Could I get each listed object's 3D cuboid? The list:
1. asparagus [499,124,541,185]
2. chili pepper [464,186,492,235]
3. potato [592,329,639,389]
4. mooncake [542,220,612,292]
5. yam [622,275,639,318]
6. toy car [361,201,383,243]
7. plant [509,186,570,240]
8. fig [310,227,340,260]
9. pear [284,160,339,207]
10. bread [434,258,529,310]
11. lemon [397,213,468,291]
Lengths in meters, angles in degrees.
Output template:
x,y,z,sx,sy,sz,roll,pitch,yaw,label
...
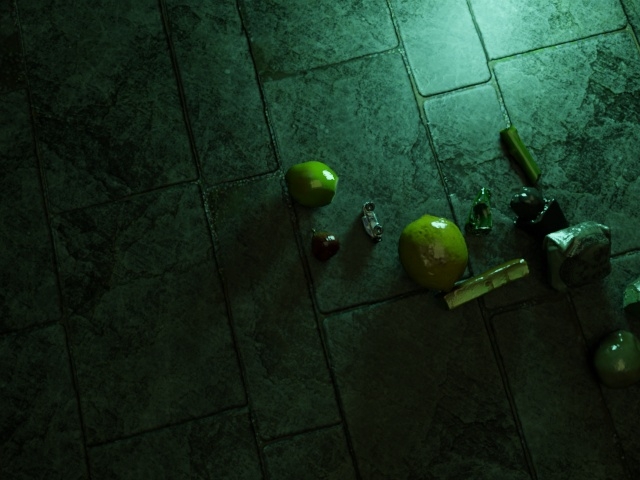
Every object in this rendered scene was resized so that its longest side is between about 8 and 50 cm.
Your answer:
x,y,z,sx,sy,sz,roll,pitch,yaw,label
0.844,-0.358,1.852,0.067,0.060,0.278,-29,83,-14,asparagus
0.662,-0.117,1.819,0.108,0.062,0.216,20,82,-3,chili pepper
1.136,0.451,1.681,0.178,0.160,0.235,41,65,-31,potato
0.998,0.060,1.703,0.254,0.136,0.250,-24,121,-4,mooncake
1.327,0.199,1.703,0.271,0.202,0.201,-36,61,-3,yam
0.207,-0.071,1.807,0.070,0.080,0.171,-18,82,0,toy car
0.868,-0.098,1.766,0.256,0.164,0.142,43,84,-5,plant
0.007,0.002,1.781,0.119,0.119,0.153,-32,83,-4,fig
-0.040,-0.226,1.785,0.219,0.187,0.188,13,82,4,pear
0.635,0.172,1.734,0.361,0.138,0.077,-24,83,-3,bread
0.430,0.053,1.697,0.257,0.258,0.310,-17,75,-2,lemon
